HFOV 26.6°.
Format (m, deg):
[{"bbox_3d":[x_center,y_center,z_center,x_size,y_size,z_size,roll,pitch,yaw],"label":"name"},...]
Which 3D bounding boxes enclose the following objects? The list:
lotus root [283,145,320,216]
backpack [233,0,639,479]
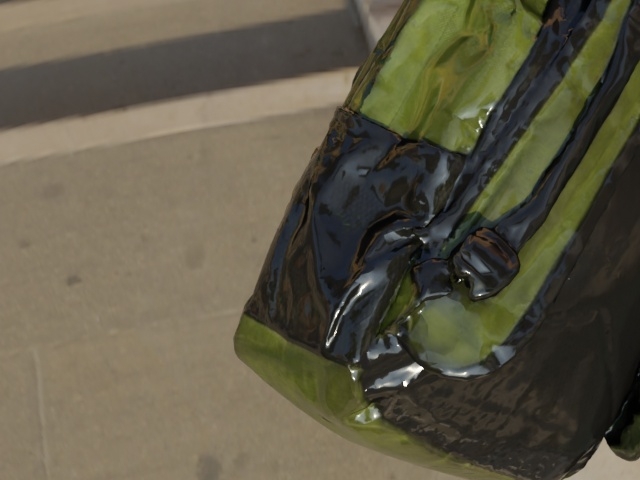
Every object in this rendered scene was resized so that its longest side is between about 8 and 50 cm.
[{"bbox_3d":[0.000,0.000,1.105,0.062,0.150,0.073,6,12,-17],"label":"lotus root"},{"bbox_3d":[0.090,-0.018,0.591,0.140,0.207,0.253,26,91,45],"label":"backpack"}]
